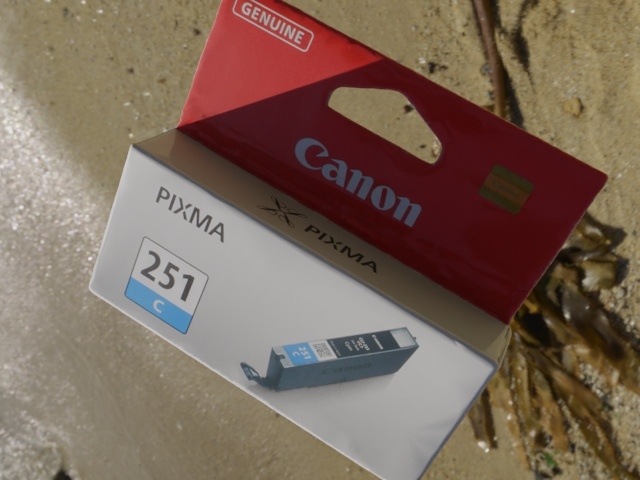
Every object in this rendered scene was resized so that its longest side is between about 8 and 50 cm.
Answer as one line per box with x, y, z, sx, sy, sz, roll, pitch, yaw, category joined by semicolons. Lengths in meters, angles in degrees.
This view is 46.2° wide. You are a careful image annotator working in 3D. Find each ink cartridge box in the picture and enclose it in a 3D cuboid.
0.000;0.000;0.530;0.296;0.066;0.261;30;118;9;ink cartridge box
